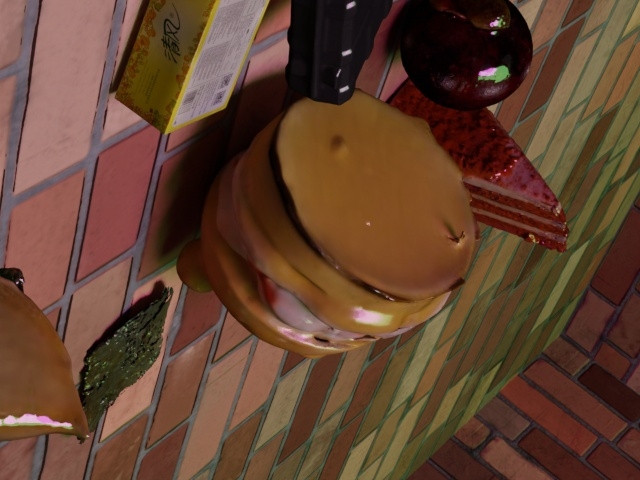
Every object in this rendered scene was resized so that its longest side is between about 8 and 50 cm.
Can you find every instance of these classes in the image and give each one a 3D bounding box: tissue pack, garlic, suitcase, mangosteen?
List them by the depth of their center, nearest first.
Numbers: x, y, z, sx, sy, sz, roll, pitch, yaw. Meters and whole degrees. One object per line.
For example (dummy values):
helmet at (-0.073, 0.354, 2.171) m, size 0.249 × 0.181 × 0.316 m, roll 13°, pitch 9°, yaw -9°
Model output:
garlic at (-0.322, 0.091, 1.033) m, size 0.338 × 0.196 × 0.151 m, roll 2°, pitch 111°, yaw -58°
tissue pack at (-0.099, -0.185, 1.235) m, size 0.095 × 0.062 × 0.176 m, roll -32°, pitch 152°, yaw -52°
suitcase at (0.033, -0.273, 1.281) m, size 0.285 × 0.066 × 0.206 m, roll 95°, pitch 17°, yaw -59°
mangosteen at (0.166, -0.222, 1.653) m, size 0.152 × 0.152 × 0.152 m, roll -45°, pitch 160°, yaw -21°

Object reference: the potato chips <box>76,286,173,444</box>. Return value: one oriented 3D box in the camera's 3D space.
potato chips at (-0.218, 0.133, 1.605) m, size 0.209 × 0.026 × 0.142 m, roll -54°, pitch 159°, yaw 4°

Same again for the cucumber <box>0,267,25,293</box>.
cucumber at (-0.314, 0.129, 1.302) m, size 0.077 × 0.077 × 0.265 m, roll -30°, pitch 150°, yaw -48°

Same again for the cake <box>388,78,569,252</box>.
cake at (0.169, -0.074, 1.803) m, size 0.160 × 0.262 × 0.158 m, roll -32°, pitch 155°, yaw -4°

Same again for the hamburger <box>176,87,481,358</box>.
hamburger at (0.000, 0.000, 1.518) m, size 0.276 × 0.276 × 0.237 m, roll -30°, pitch 173°, yaw -48°
